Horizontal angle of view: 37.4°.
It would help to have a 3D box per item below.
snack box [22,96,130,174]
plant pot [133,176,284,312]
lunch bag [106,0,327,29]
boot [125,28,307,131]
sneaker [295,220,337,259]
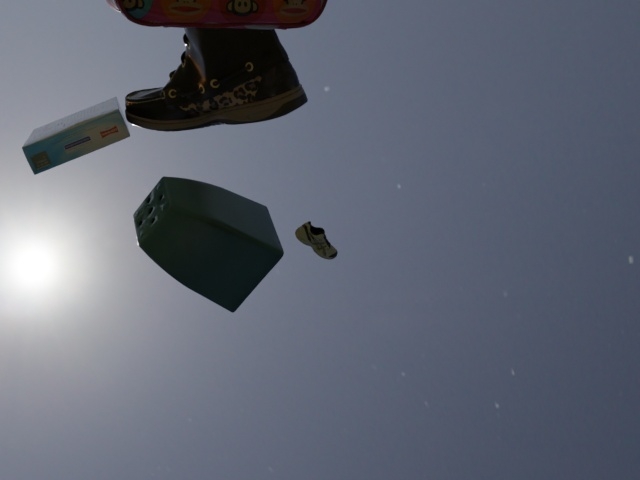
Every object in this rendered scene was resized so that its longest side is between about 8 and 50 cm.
[{"bbox_3d":[-0.472,-0.211,1.841,0.187,0.060,0.322,-23,-163,-7],"label":"snack box"},{"bbox_3d":[-0.224,-0.011,1.786,0.165,0.234,0.165,-48,-145,19],"label":"plant pot"},{"bbox_3d":[-0.128,-0.402,1.192,0.293,0.258,0.120,-5,-158,-23],"label":"lunch bag"},{"bbox_3d":[-0.218,-0.343,1.651,0.378,0.284,0.138,2,-152,34],"label":"boot"},{"bbox_3d":[0.000,0.000,1.533,0.037,0.083,0.032,-44,-152,27],"label":"sneaker"}]
